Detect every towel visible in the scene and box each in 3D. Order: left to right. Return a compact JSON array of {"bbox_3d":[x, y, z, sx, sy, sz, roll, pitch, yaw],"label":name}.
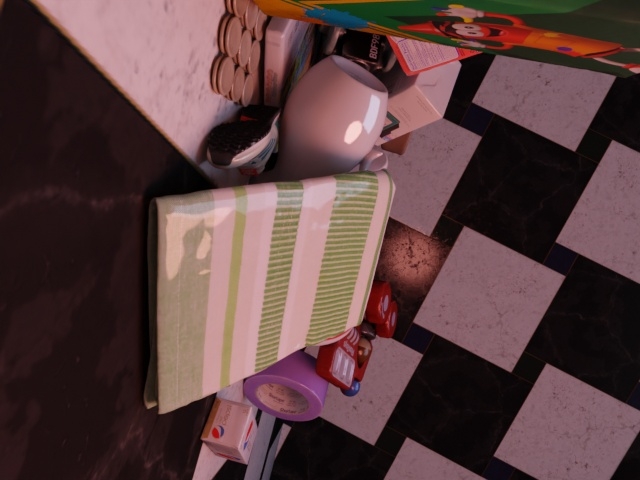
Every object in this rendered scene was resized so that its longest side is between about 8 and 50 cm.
[{"bbox_3d":[-0.040,0.042,0.524,0.325,0.038,0.248,-15,126,-43],"label":"towel"}]

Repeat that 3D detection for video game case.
[{"bbox_3d":[-0.036,-0.274,0.649,0.206,0.026,0.227,104,2,-60],"label":"video game case"}]

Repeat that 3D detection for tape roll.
[{"bbox_3d":[-0.078,0.335,1.065,0.080,0.189,0.189,-70,172,-47],"label":"tape roll"}]

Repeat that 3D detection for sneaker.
[{"bbox_3d":[-0.080,-0.100,0.519,0.161,0.057,0.075,-74,170,-57],"label":"sneaker"}]

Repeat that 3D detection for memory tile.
[{"bbox_3d":[-0.078,-0.217,0.470,0.113,0.012,0.148,-52,157,-79],"label":"memory tile"}]

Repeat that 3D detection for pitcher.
[{"bbox_3d":[0.020,-0.115,0.609,0.207,0.178,0.125,-56,179,31],"label":"pitcher"}]

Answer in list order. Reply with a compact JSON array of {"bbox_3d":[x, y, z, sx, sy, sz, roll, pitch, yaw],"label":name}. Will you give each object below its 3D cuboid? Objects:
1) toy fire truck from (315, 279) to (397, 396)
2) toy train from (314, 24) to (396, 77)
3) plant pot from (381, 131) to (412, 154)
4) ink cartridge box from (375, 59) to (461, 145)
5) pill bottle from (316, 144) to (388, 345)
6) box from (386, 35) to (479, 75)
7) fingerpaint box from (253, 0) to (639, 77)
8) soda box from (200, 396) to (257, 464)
[{"bbox_3d":[0.071,0.233,1.101,0.302,0.169,0.254,59,43,-57],"label":"toy fire truck"},{"bbox_3d":[0.067,-0.392,0.780,0.190,0.142,0.334,152,-52,-75],"label":"toy train"},{"bbox_3d":[0.114,-0.347,1.043,0.263,0.229,0.263,14,90,-85],"label":"plant pot"},{"bbox_3d":[0.118,-0.247,0.812,0.231,0.078,0.134,-13,-135,51],"label":"ink cartridge box"},{"bbox_3d":[0.000,0.000,0.846,0.210,0.210,0.363,-69,172,-56],"label":"pill bottle"},{"bbox_3d":[0.131,-0.390,0.581,0.300,0.154,0.142,51,52,-32],"label":"box"},{"bbox_3d":[0.145,-0.391,0.334,0.163,0.371,0.445,-51,154,-76],"label":"fingerpaint box"},{"bbox_3d":[-0.164,0.359,0.853,0.216,0.069,0.074,98,7,-58],"label":"soda box"}]
